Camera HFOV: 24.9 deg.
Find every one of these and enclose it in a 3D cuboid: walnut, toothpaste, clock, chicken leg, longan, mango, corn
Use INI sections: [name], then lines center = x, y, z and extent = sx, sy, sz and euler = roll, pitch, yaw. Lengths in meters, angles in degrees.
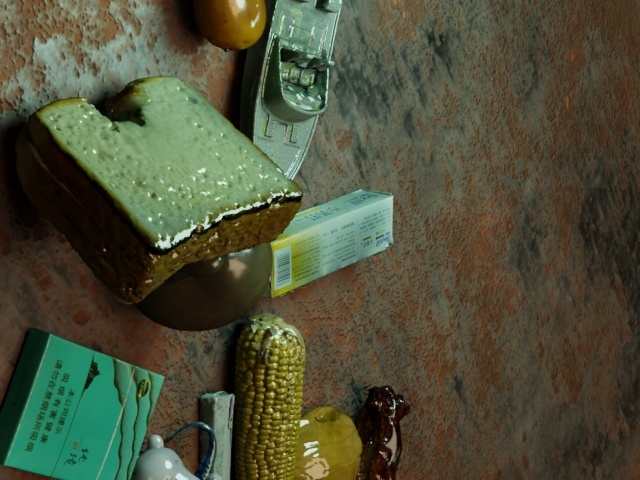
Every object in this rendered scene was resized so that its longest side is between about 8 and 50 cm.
[walnut]
center = 0.003, 0.343, 2.182
extent = 0.211, 0.087, 0.167
euler = -17, 118, -53
[toothpaste]
center = 0.000, 0.000, 2.086
extent = 0.313, 0.071, 0.089
euler = -22, 115, -51
[clock]
center = -0.219, 0.347, 1.849
extent = 0.176, 0.117, 0.080
euler = -57, 177, -15
[chicken leg]
center = 0.085, 0.426, 2.333
extent = 0.158, 0.095, 0.407
euler = -51, 144, -64
[longan]
center = -0.147, 0.032, 1.773
extent = 0.185, 0.204, 0.159
euler = -27, 89, -10
[mango]
center = -0.122, -0.314, 1.796
extent = 0.105, 0.084, 0.159
euler = -29, 107, -67
[corn]
center = -0.071, 0.247, 2.030
extent = 0.106, 0.106, 0.293
euler = -21, 117, -52

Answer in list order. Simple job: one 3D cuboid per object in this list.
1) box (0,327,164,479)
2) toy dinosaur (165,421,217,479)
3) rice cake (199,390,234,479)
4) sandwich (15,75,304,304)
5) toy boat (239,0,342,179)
[box]
center = -0.291, 0.211, 1.747
extent = 0.226, 0.042, 0.161
euler = 32, 75, -54
[toy dinosaur]
center = -0.200, 0.426, 1.919
extent = 0.147, 0.076, 0.363
euler = 37, 75, -41
[rice cake]
center = -0.144, 0.308, 2.000
extent = 0.043, 0.034, 0.211
euler = -17, 114, -49
[sandwich]
center = -0.192, -0.072, 1.641
extent = 0.273, 0.249, 0.095
euler = -25, 157, -49
[toy boat]
center = -0.043, -0.204, 1.937
extent = 0.141, 0.092, 0.320
euler = 8, 94, -54
